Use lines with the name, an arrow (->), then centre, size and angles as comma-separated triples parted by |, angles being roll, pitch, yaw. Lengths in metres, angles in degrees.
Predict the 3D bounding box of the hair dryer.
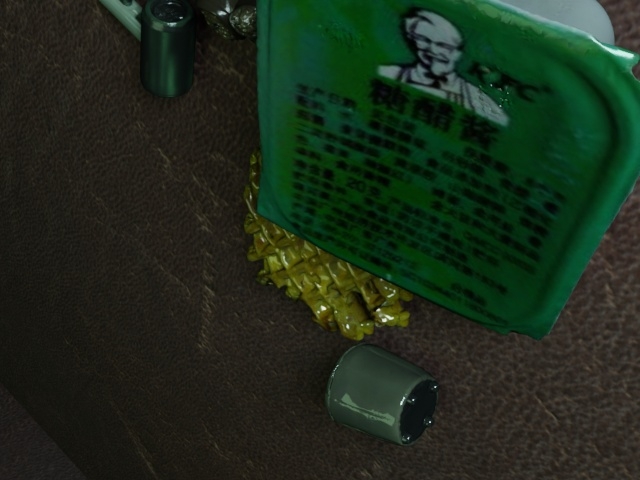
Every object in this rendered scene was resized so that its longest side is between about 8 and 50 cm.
hair dryer -> -0.202, -0.245, 0.993 | 0.198, 0.057, 0.100 | 44, 145, 24

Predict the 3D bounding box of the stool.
stool -> 0.066, 0.166, 1.004 | 0.110, 0.096, 0.096 | 19, 135, 36

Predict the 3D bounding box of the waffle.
waffle -> 0.000, 0.000, 0.969 | 0.229, 0.051, 0.231 | 31, 141, 35

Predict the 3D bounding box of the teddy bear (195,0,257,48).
teddy bear -> -0.030, -0.179, 0.803 | 0.160, 0.119, 0.078 | 37, 108, -2

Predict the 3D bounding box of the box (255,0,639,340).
box -> 0.088, -0.082, 0.671 | 0.264, 0.106, 0.336 | 25, 150, 11
